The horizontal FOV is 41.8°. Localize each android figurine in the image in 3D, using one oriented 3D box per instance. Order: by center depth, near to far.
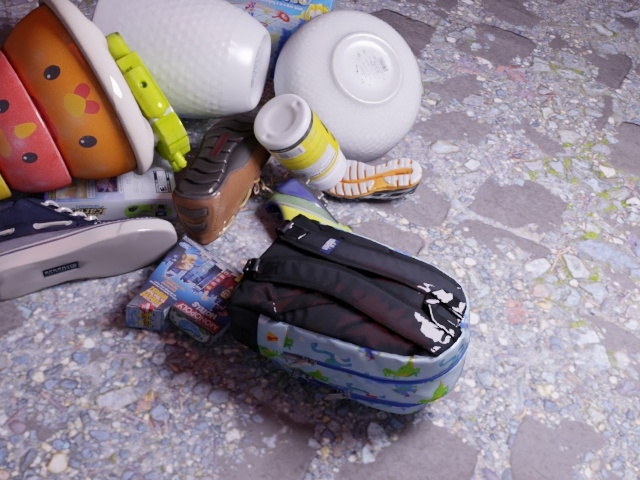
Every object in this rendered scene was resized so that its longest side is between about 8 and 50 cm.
[{"bbox_3d":[-0.330,-0.252,1.579,0.056,0.248,0.273,-32,99,-16],"label":"android figurine"}]

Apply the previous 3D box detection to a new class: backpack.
[{"bbox_3d":[0.072,0.128,1.377,0.355,0.274,0.290,5,36,24],"label":"backpack"}]

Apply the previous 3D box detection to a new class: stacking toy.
[{"bbox_3d":[-0.562,-0.172,1.443,0.479,0.351,0.351,-32,57,-15],"label":"stacking toy"}]

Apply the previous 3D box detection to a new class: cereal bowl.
[{"bbox_3d":[0.075,-0.348,1.812,0.338,0.141,0.339,4,78,-18],"label":"cereal bowl"}]

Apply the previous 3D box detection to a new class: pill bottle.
[{"bbox_3d":[-0.033,-0.188,1.661,0.119,0.208,0.119,-11,62,22],"label":"pill bottle"}]

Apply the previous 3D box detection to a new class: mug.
[{"bbox_3d":[-0.277,-0.399,1.822,0.327,0.276,0.374,13,8,6],"label":"mug"}]

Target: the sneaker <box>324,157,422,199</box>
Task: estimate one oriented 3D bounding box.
[{"bbox_3d":[0.105,-0.116,1.747,0.214,0.083,0.084,-1,68,10],"label":"sneaker"}]

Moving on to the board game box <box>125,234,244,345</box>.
[{"bbox_3d":[-0.229,0.103,1.440,0.194,0.060,0.194,33,47,19],"label":"board game box"}]

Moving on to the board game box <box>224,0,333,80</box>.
[{"bbox_3d":[-0.127,-0.530,1.953,0.308,0.302,0.086,13,43,0],"label":"board game box"}]

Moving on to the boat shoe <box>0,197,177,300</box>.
[{"bbox_3d":[-0.434,-0.018,1.462,0.340,0.127,0.158,-13,57,-25],"label":"boat shoe"}]

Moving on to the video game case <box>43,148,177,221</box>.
[{"bbox_3d":[-0.418,-0.146,1.652,0.244,0.061,0.270,-2,45,-17],"label":"video game case"}]

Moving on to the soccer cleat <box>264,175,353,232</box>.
[{"bbox_3d":[0.000,0.000,1.606,0.121,0.093,0.289,-37,62,-5],"label":"soccer cleat"}]

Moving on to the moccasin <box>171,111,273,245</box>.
[{"bbox_3d":[-0.170,-0.132,1.654,0.139,0.147,0.380,3,38,10],"label":"moccasin"}]
